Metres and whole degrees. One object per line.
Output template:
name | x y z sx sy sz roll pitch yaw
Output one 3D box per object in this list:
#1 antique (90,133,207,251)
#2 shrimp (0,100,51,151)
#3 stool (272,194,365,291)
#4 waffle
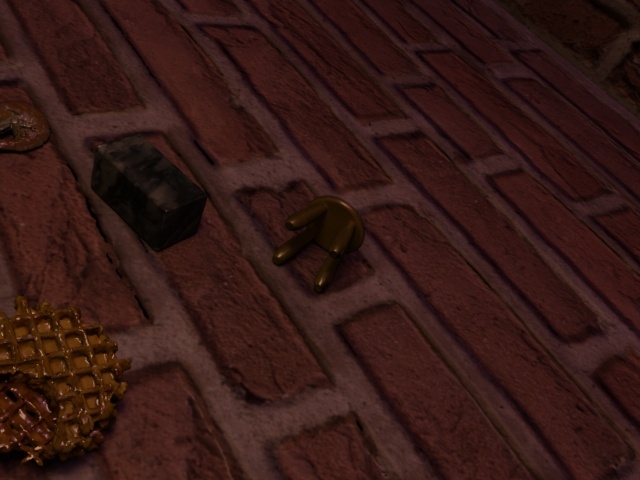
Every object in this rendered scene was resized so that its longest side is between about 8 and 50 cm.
antique | -0.274 -0.082 1.091 0.183 0.088 0.086 41 42 18
shrimp | -0.512 -0.170 1.116 0.099 0.041 0.180 48 42 4
stool | 0.000 0.000 1.122 0.135 0.134 0.110 -7 26 37
waffle | -0.317 0.159 0.801 0.193 0.070 0.197 20 43 -26
